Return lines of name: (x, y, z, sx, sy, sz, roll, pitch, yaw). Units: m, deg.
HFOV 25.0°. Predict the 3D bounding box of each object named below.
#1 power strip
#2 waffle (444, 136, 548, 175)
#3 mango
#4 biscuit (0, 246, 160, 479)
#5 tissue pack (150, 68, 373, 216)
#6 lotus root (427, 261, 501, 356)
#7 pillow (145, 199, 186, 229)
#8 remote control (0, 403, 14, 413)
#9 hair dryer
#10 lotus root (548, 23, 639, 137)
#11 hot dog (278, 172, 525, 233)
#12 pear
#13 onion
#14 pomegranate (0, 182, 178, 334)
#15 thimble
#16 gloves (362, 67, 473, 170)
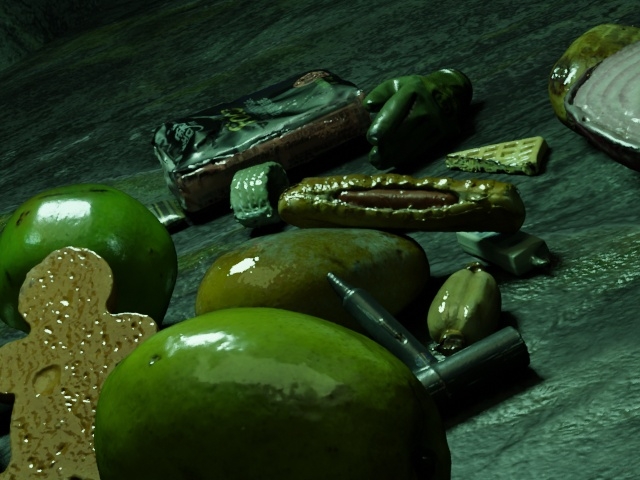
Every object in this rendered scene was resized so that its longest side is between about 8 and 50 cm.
power strip: (0.212, 0.006, 1.678, 0.047, 0.030, 0.191, -28, 21, -15)
waffle: (0.228, -0.103, 1.945, 0.153, 0.023, 0.097, -9, 22, 25)
mango: (0.003, 0.055, 1.614, 0.316, 0.146, 0.193, -12, 8, -39)
biscuit: (-0.266, 0.147, 1.570, 0.205, 0.049, 0.324, -18, 56, 5)
tissue pack: (-0.096, -0.164, 2.270, 0.332, 0.123, 0.245, -24, 18, -7)
lotus root: (0.151, 0.077, 1.514, 0.073, 0.062, 0.150, 10, 37, 15)
pillow: (-0.308, -0.011, 2.209, 0.203, 0.038, 0.113, -24, 20, -9)
remote control: (-0.428, 0.182, 1.837, 0.097, 0.045, 0.256, -28, 18, -21)
hair dryer: (0.089, 0.087, 1.446, 0.173, 0.050, 0.195, -24, 57, -12)
lotus root: (0.381, -0.208, 1.916, 0.145, 0.128, 0.260, 3, 31, 26)
hot dog: (0.093, -0.043, 1.674, 0.289, 0.068, 0.083, 0, -12, 15)
pear: (-0.039, 0.173, 1.193, 0.307, 0.253, 0.253, -5, 26, 33)
onion: (0.428, -0.157, 1.748, 0.250, 0.111, 0.247, -34, 31, -14)
pomegranate: (-0.292, 0.071, 1.747, 0.236, 0.236, 0.302, -16, 40, 14)
thimble: (-0.085, -0.062, 2.058, 0.062, 0.084, 0.110, -14, 34, 22)
gloves: (0.145, -0.191, 2.125, 0.268, 0.135, 0.107, -42, -13, -47)
